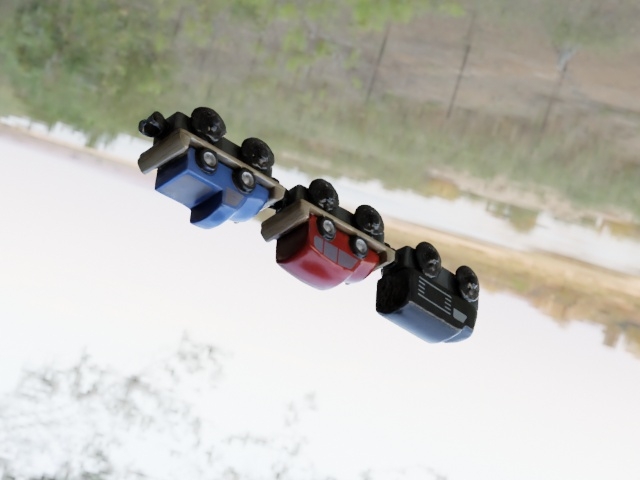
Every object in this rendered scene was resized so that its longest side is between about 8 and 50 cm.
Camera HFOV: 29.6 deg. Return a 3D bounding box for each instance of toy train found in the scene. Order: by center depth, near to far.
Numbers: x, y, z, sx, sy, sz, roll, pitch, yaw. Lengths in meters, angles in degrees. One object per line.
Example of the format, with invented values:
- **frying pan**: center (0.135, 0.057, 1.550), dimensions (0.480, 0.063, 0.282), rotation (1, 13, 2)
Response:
- **toy train**: center (0.000, 0.000, 0.432), dimensions (0.158, 0.036, 0.027), rotation (30, 141, -32)
